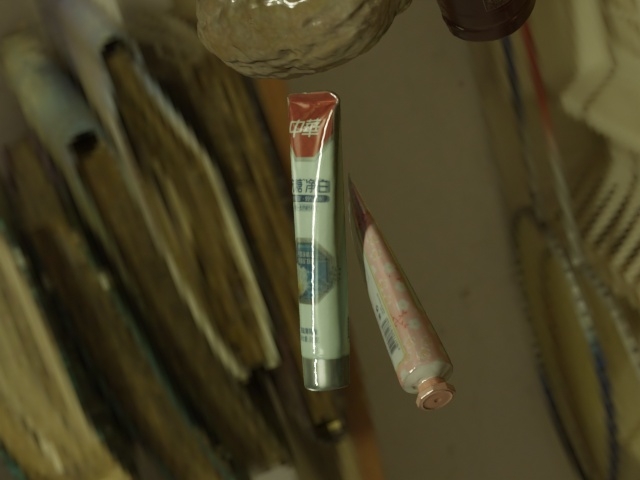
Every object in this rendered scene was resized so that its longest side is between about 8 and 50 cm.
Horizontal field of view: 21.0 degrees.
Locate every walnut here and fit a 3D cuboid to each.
[{"bbox_3d":[-0.009,-0.228,1.489,0.230,0.178,0.178,-5,109,49],"label":"walnut"}]

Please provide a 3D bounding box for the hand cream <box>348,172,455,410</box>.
[{"bbox_3d":[0.057,0.043,1.379,0.067,0.043,0.210,84,167,-55],"label":"hand cream"}]

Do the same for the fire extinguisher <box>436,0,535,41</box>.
[{"bbox_3d":[0.127,-0.303,1.568,0.105,0.104,0.269,64,-179,38],"label":"fire extinguisher"}]

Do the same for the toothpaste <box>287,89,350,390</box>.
[{"bbox_3d":[0.000,0.000,1.380,0.062,0.039,0.239,2,96,49],"label":"toothpaste"}]
